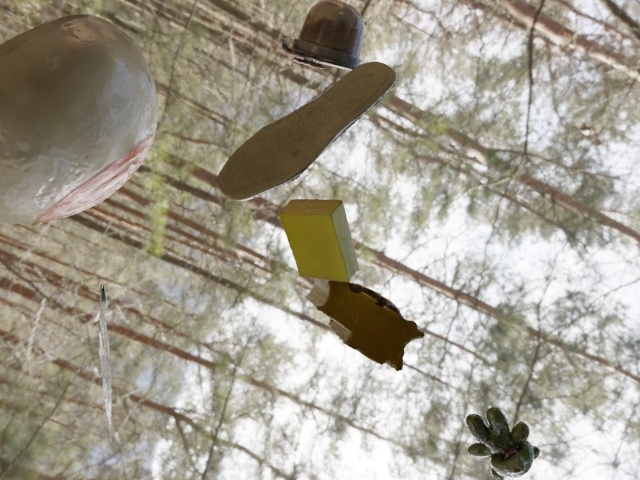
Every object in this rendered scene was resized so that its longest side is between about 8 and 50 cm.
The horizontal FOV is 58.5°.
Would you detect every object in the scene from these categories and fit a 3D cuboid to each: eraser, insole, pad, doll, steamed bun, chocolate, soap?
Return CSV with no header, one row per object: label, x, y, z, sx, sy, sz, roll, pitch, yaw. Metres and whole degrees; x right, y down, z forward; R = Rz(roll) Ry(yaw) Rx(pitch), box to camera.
eraser,0.000,0.000,0.877,0.045,0.097,0.123,-48,130,-44
insole,-0.010,-0.099,0.508,0.192,0.063,0.010,-40,152,-10
pad,-0.372,0.202,0.998,0.265,0.009,0.160,-131,-141,-61
doll,0.305,0.348,0.968,0.115,0.150,0.077,-34,-164,15
steamed bun,-0.314,-0.125,0.694,0.283,0.177,0.283,-34,-166,10
chocolate,0.019,-0.466,1.293,0.221,0.221,0.147,-87,-174,-75
soap,0.090,0.179,1.395,0.143,0.259,0.281,-56,-175,-2
